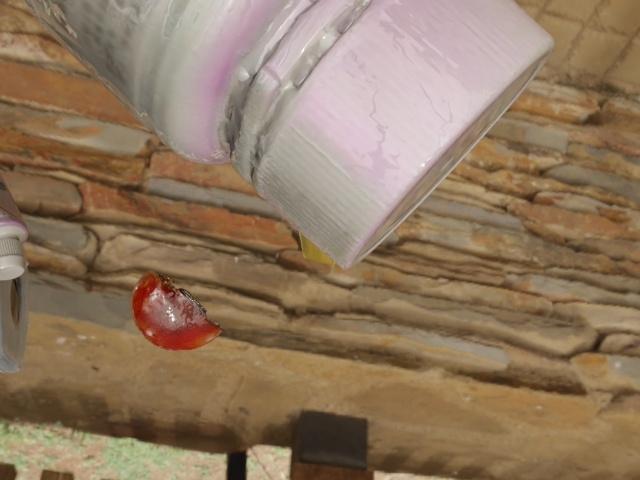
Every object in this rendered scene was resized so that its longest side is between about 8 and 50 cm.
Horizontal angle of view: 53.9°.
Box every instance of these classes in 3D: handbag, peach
[{"bbox_3d":[0.000,0.000,0.895,0.083,0.027,0.061,12,119,52],"label":"handbag"},{"bbox_3d":[-0.144,0.074,0.604,0.098,0.061,0.098,37,167,10],"label":"peach"}]

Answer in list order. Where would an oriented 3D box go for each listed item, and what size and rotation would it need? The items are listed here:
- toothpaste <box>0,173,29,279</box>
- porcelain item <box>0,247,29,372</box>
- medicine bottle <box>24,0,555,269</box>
[{"bbox_3d":[-0.335,-0.096,0.616,0.048,0.301,0.075,-15,155,-23],"label":"toothpaste"},{"bbox_3d":[-0.516,0.062,0.615,0.405,0.178,0.242,1,162,-16],"label":"porcelain item"},{"bbox_3d":[-0.027,-0.162,0.456,0.325,0.256,0.256,44,139,9],"label":"medicine bottle"}]
